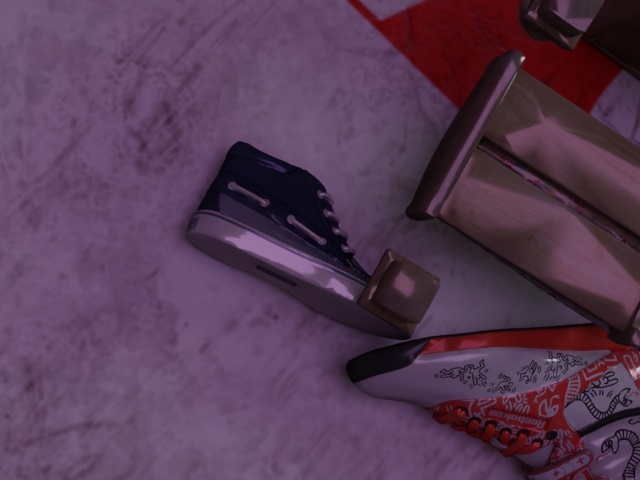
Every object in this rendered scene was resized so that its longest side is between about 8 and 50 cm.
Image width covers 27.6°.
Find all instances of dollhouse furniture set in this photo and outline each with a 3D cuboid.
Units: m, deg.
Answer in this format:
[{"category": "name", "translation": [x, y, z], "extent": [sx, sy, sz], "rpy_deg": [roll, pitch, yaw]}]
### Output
[{"category": "dollhouse furniture set", "translation": [0.227, -0.029, 1.033], "extent": [0.303, 0.174, 0.355], "rpy_deg": [32, 83, -11]}]

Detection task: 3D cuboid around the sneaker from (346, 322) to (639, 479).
[{"category": "sneaker", "translation": [0.156, 0.142, 1.009], "extent": [0.270, 0.090, 0.145], "rpy_deg": [-3, 82, -21]}]

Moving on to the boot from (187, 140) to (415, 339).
[{"category": "boot", "translation": [0.000, 0.000, 0.987], "extent": [0.190, 0.069, 0.086], "rpy_deg": [28, 70, -12]}]
